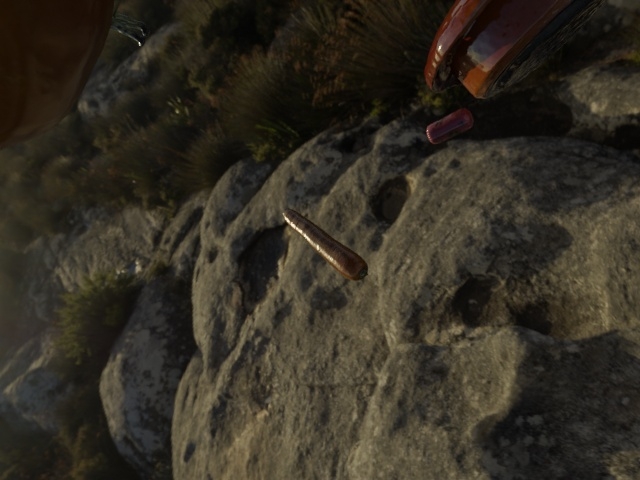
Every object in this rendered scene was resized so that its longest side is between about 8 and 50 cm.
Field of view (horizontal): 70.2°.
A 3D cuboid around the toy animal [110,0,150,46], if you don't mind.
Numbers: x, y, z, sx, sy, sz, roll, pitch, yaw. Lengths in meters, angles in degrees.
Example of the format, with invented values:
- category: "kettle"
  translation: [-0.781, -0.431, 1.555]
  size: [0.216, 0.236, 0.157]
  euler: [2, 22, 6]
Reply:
- category: "toy animal"
  translation: [-0.375, -0.416, 0.771]
  size: [0.073, 0.175, 0.217]
  euler: [-121, 50, -62]

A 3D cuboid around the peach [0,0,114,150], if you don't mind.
- category: "peach"
  translation: [-0.355, -0.244, 0.379]
  size: [0.342, 0.342, 0.302]
  euler: [-35, 59, 25]

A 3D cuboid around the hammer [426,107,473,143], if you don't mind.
- category: "hammer"
  translation: [0.230, -0.203, 0.813]
  size: [0.083, 0.043, 0.043]
  euler: [-24, 52, 33]

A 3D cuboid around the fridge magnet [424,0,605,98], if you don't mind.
- category: "fridge magnet"
  translation: [0.317, -0.365, 0.711]
  size: [0.363, 0.363, 0.155]
  euler: [-41, 82, 19]

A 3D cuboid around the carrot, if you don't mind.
- category: "carrot"
  translation: [0.000, 0.000, 0.803]
  size: [0.043, 0.043, 0.248]
  euler: [-55, 46, 4]
